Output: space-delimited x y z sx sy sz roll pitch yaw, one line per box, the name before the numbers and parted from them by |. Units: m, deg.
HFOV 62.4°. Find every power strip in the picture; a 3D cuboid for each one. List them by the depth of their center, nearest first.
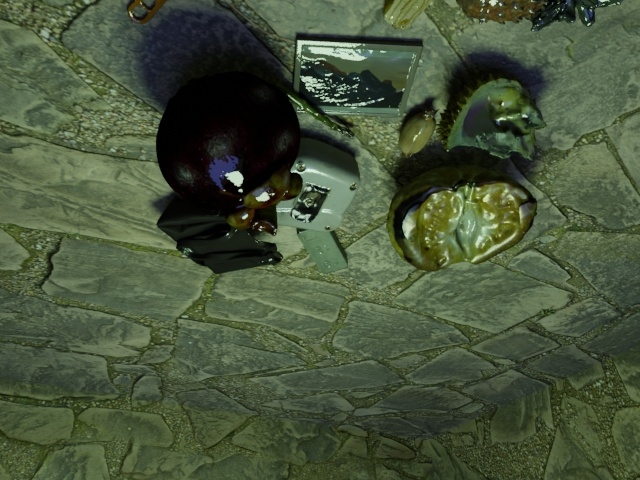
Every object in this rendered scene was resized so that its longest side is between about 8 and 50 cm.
power strip | 0.000 0.000 1.565 0.093 0.053 0.288 -15 142 13

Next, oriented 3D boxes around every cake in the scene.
cake | 0.177 -0.485 0.976 0.079 0.116 0.185 10 172 -12

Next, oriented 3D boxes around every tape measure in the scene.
tape measure | -0.048 -0.129 1.333 0.258 0.130 0.265 11 139 -17

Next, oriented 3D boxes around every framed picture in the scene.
framed picture | 0.073 -0.350 1.152 0.265 0.018 0.192 0 143 -6

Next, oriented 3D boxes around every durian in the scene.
durian | 0.389 -0.265 1.178 0.306 0.167 0.172 10 143 -34

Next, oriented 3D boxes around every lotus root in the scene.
lotus root | 0.229 -0.258 1.250 0.072 0.062 0.150 3 142 -22

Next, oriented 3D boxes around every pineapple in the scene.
pineapple | 0.407 -0.468 0.955 0.309 0.141 0.170 -1 118 -17

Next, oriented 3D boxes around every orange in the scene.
orange | 0.350 -0.070 1.380 0.368 0.210 0.271 -8 119 1

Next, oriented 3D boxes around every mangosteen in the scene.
mangosteen | -0.170 -0.170 1.093 0.306 0.307 0.347 -28 100 27

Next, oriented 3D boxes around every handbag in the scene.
handbag | -0.266 -0.001 1.435 0.256 0.114 0.285 -1 148 32

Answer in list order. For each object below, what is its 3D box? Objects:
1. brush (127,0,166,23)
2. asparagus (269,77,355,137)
brush | -0.242 -0.488 0.939 0.314 0.017 0.090 -30 133 29
asparagus | -0.014 -0.290 1.189 0.248 0.025 0.024 27 91 -35
